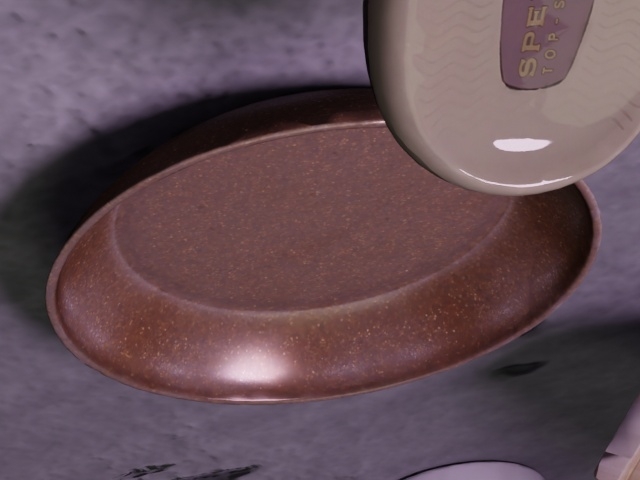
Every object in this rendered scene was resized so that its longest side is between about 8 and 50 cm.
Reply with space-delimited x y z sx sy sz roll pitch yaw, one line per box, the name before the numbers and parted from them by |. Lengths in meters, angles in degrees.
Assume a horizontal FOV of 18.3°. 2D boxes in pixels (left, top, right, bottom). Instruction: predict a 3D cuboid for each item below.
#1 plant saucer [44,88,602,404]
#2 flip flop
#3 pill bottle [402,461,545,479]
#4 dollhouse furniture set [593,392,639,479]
plant saucer | 0.000 0.000 0.712 0.198 0.036 0.198 -6 151 -4
flip flop | 0.060 -0.115 0.435 0.112 0.080 0.277 -1 127 -9
pill bottle | 0.084 0.224 0.936 0.124 0.221 0.124 -7 150 -4
dollhouse furniture set | 0.303 0.010 0.786 0.286 0.198 0.303 -11 133 -58
